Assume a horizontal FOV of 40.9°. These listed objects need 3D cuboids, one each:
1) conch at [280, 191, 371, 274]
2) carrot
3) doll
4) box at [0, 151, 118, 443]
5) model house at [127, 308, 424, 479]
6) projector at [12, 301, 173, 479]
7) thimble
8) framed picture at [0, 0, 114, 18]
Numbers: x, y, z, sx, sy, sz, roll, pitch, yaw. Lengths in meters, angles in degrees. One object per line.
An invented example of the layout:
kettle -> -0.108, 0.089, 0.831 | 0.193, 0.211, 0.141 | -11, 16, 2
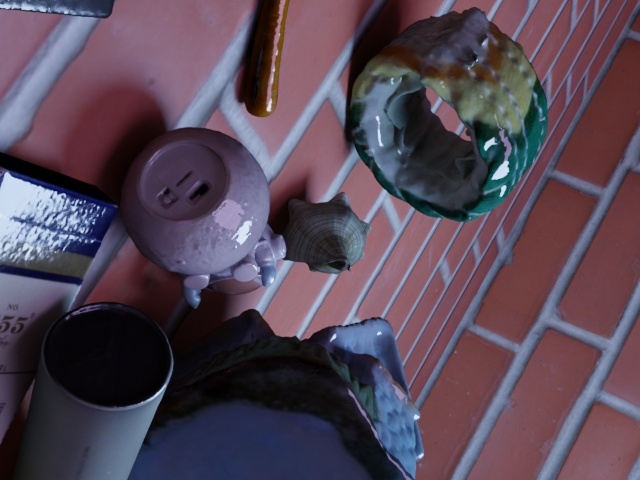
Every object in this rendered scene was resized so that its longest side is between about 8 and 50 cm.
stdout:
conch -> -0.005, -0.011, 1.184 | 0.234, 0.137, 0.114 | 14, 76, -77
carrot -> -0.051, -0.221, 0.916 | 0.037, 0.037, 0.190 | -33, 142, -53
doll -> -0.110, -0.013, 0.903 | 0.151, 0.151, 0.287 | -59, 166, -12
box -> -0.276, 0.057, 0.671 | 0.259, 0.071, 0.168 | -64, 159, 0
model house -> -0.053, 0.204, 1.061 | 0.360, 0.297, 0.339 | -32, -164, 23
projector -> -0.226, 0.197, 0.795 | 0.108, 0.108, 0.337 | -40, 164, -46
thimble -> 0.179, -0.176, 1.203 | 0.167, 0.254, 0.288 | -49, 149, -34
framed picture -> -0.211, -0.265, 0.526 | 0.324, 0.013, 0.244 | -19, 133, -62
